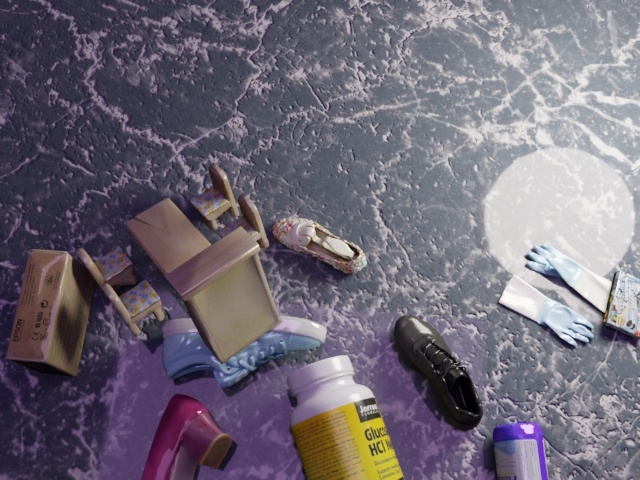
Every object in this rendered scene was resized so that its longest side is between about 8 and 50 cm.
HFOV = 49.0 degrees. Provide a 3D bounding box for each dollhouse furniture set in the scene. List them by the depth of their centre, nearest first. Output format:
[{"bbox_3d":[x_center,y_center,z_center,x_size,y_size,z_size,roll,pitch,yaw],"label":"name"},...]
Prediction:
[{"bbox_3d":[-0.280,0.024,1.463,0.362,0.256,0.394,-35,54,-18],"label":"dollhouse furniture set"}]

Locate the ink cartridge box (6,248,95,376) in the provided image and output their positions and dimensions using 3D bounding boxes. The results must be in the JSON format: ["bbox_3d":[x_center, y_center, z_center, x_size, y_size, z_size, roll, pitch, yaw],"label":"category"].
[{"bbox_3d":[-0.571,0.159,1.507,0.088,0.193,0.235,4,70,1],"label":"ink cartridge box"}]

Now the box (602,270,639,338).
[{"bbox_3d":[0.723,0.151,1.650,0.093,0.027,0.137,24,71,-5],"label":"box"}]

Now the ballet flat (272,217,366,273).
[{"bbox_3d":[0.000,0.000,1.653,0.240,0.077,0.091,22,72,6],"label":"ballet flat"}]

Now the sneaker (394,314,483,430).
[{"bbox_3d":[0.267,0.277,1.538,0.109,0.130,0.286,-35,74,-12],"label":"sneaker"}]

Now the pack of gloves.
[{"bbox_3d":[0.568,0.121,1.652,0.232,0.046,0.195,31,71,9],"label":"pack of gloves"}]

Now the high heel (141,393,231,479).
[{"bbox_3d":[-0.347,0.511,1.464,0.181,0.127,0.377,29,75,41],"label":"high heel"}]

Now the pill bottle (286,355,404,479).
[{"bbox_3d":[0.047,0.418,1.446,0.187,0.188,0.334,-17,72,-9],"label":"pill bottle"}]

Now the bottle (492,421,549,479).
[{"bbox_3d":[0.424,0.527,1.461,0.092,0.118,0.283,2,71,-12],"label":"bottle"}]

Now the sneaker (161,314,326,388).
[{"bbox_3d":[-0.167,0.249,1.534,0.365,0.135,0.150,-3,71,8],"label":"sneaker"}]
